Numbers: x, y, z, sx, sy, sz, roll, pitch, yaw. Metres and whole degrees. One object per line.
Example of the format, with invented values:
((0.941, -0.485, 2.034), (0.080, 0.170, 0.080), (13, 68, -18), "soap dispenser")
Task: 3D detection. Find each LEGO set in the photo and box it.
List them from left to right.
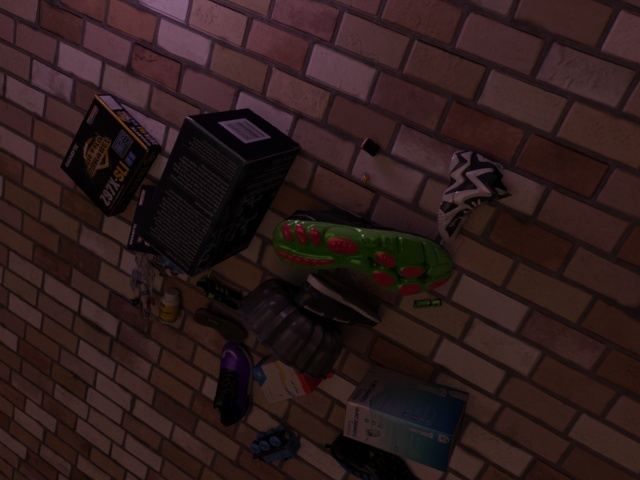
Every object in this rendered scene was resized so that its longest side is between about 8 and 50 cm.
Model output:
((-0.611, 0.160, 1.946), (0.182, 0.060, 0.244), (49, 129, 39), "LEGO set")

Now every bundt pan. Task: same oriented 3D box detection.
((-0.066, 0.226, 1.544), (0.331, 0.331, 0.124), (41, 98, 8), "bundt pan")

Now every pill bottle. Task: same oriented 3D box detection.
((-0.522, 0.225, 1.926), (0.065, 0.065, 0.116), (23, 114, 18), "pill bottle")

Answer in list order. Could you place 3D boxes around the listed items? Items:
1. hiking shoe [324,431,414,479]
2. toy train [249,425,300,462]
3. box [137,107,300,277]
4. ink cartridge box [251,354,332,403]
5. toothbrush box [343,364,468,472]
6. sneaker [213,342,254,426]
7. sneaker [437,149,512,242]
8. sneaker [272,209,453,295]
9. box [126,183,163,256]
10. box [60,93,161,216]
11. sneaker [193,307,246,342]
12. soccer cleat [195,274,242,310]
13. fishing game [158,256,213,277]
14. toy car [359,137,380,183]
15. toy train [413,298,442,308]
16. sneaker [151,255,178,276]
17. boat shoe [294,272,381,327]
((0.164, 0.711, 1.751), (0.304, 0.113, 0.132), (38, 149, 3), "hiking shoe")
((-0.161, 0.708, 1.905), (0.184, 0.080, 0.105), (-31, 98, 30), "toy train")
((-0.282, -0.140, 1.558), (0.212, 0.293, 0.395), (38, 119, 11), "box")
((-0.091, 0.423, 1.771), (0.231, 0.078, 0.134), (-25, 95, 33), "ink cartridge box")
((0.240, 0.486, 1.558), (0.296, 0.216, 0.126), (13, 112, 21), "toothbrush box")
((-0.300, 0.493, 1.860), (0.102, 0.146, 0.293), (5, 109, 24), "sneaker")
((0.385, -0.094, 1.365), (0.153, 0.094, 0.235), (17, 103, 29), "sneaker")
((0.120, 0.002, 1.479), (0.483, 0.202, 0.185), (15, 122, 2), "sneaker")
((-0.517, -0.062, 1.784), (0.175, 0.051, 0.220), (9, 83, 24), "box")
((-0.699, -0.276, 1.840), (0.257, 0.079, 0.322), (45, 120, 4), "box")
((-0.329, 0.274, 1.856), (0.188, 0.071, 0.066), (30, 104, -6), "sneaker")
((-0.328, 0.179, 1.812), (0.179, 0.072, 0.060), (33, 118, 13), "soccer cleat")
((-0.451, 0.017, 1.799), (0.264, 0.041, 0.189), (29, 92, 11), "fishing game")
((0.113, -0.216, 1.482), (0.040, 0.060, 0.122), (40, 117, 46), "toy car")
((0.296, 0.175, 1.543), (0.083, 0.017, 0.023), (-9, 93, 28), "toy train")
((-0.545, 0.052, 1.881), (0.075, 0.063, 0.170), (-19, 99, 28), "sneaker")
((0.049, 0.183, 1.529), (0.302, 0.114, 0.091), (33, 100, -35), "boat shoe")
